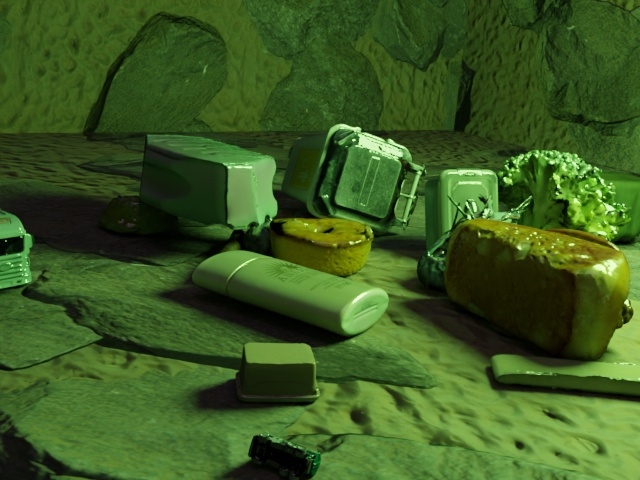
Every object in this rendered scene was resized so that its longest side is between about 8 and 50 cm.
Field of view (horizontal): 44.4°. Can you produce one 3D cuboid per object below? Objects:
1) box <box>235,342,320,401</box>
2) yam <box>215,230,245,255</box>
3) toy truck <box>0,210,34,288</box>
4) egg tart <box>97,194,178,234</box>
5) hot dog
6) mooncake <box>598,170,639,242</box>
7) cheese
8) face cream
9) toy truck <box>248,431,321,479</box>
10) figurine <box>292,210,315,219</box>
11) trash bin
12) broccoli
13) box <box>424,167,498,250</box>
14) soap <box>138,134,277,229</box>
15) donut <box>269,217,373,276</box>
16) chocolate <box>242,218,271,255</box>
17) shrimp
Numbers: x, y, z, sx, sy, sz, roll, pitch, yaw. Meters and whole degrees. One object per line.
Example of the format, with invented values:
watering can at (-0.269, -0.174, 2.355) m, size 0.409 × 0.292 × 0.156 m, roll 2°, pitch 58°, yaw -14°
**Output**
box at (-0.063, 0.193, 1.160) m, size 0.122 × 0.062 × 0.089 m, roll 1°, pitch 16°, yaw -9°
yam at (-0.205, 0.029, 1.743) m, size 0.045 × 0.045 × 0.327 m, roll 29°, pitch 13°, yaw -5°
toy truck at (-0.681, -0.006, 1.509) m, size 0.305 × 0.162 × 0.136 m, roll 18°, pitch 20°, yaw 38°
egg tart at (-0.452, -0.069, 1.957) m, size 0.197 × 0.078 × 0.197 m, roll 6°, pitch 14°, yaw -1°
hot dog at (0.427, 0.078, 1.478) m, size 0.223 × 0.185 × 0.405 m, roll -5°, pitch 18°, yaw -28°
mooncake at (0.751, -0.104, 2.224) m, size 0.351 × 0.187 × 0.351 m, roll 7°, pitch 13°, yaw -2°
cheese at (0.478, 0.223, 1.267) m, size 0.400 × 0.034 × 0.085 m, roll 5°, pitch 11°, yaw 1°
face cream at (-0.059, 0.091, 1.485) m, size 0.348 × 0.081 × 0.173 m, roll 15°, pitch 19°, yaw 32°
toy truck at (-0.043, 0.264, 0.964) m, size 0.083 × 0.039 × 0.044 m, roll 14°, pitch 2°, yaw 26°
figurine at (-0.026, -0.037, 2.007) m, size 0.072 × 0.054 × 0.129 m, roll 5°, pitch 16°, yaw -26°
trash bin at (0.069, -0.167, 2.149) m, size 0.296 × 0.256 × 0.367 m, roll 14°, pitch 1°, yaw -25°
broccoli at (0.587, -0.081, 1.939) m, size 0.324 × 0.272 × 0.334 m, roll 1°, pitch 5°, yaw -32°
box at (0.339, -0.059, 1.896) m, size 0.162 × 0.227 × 0.130 m, roll -2°, pitch 3°, yaw -22°
soap at (-0.276, -0.147, 1.868) m, size 0.261 × 0.156 × 0.446 m, roll -4°, pitch 17°, yaw -38°
donut at (0.001, 0.001, 1.765) m, size 0.253 × 0.118 × 0.253 m, roll 4°, pitch 19°, yaw -1°
chocolate at (-0.140, -0.010, 1.846) m, size 0.072 × 0.072 × 0.167 m, roll 6°, pitch 18°, yaw 5°
shrimp at (0.343, -0.026, 1.725) m, size 0.137 × 0.172 × 0.372 m, roll 21°, pitch 52°, yaw 32°
